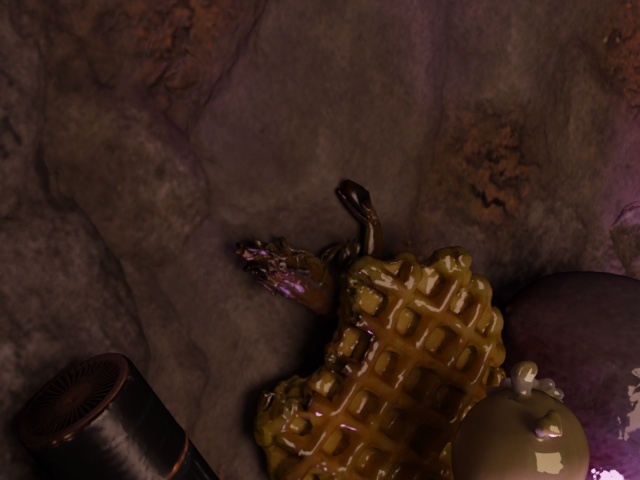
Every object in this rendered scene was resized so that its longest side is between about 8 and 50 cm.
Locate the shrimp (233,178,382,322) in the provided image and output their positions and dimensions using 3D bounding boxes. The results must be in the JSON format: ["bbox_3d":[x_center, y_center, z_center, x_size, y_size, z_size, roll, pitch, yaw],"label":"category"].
[{"bbox_3d":[0.001,0.000,1.376,0.178,0.034,0.124,27,78,-42],"label":"shrimp"}]

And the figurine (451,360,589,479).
[{"bbox_3d":[0.131,0.280,1.384,0.274,0.227,0.394,0,126,-16],"label":"figurine"}]

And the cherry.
[{"bbox_3d":[0.274,0.139,1.530,0.266,0.183,0.213,43,68,-18],"label":"cherry"}]

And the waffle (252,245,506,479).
[{"bbox_3d":[0.058,0.139,1.409,0.291,0.051,0.291,-13,116,-29],"label":"waffle"}]

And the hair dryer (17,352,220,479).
[{"bbox_3d":[-0.219,0.269,1.182,0.352,0.107,0.189,-46,117,-24],"label":"hair dryer"}]
